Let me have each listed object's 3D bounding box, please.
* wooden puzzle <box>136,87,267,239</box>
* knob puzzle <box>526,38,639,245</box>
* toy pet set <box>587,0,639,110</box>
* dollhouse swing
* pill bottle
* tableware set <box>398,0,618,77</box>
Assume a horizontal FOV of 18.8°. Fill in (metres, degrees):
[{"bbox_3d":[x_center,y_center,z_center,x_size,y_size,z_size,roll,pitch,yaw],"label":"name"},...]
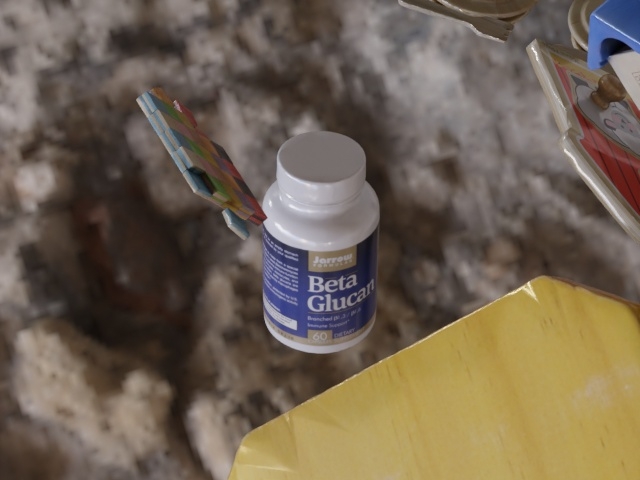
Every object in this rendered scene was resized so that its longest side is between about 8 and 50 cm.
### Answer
[{"bbox_3d":[-0.045,-0.032,0.742,0.083,0.006,0.049,56,-166,28],"label":"wooden puzzle"},{"bbox_3d":[0.218,-0.034,1.159,0.213,0.030,0.213,32,-149,-22],"label":"knob puzzle"},{"bbox_3d":[0.188,-0.119,0.985,0.065,0.114,0.122,56,159,-12],"label":"toy pet set"},{"bbox_3d":[0.158,0.236,1.096,0.315,0.347,0.305,26,-137,-44],"label":"dollhouse swing"},{"bbox_3d":[0.000,0.000,1.551,0.094,0.094,0.169,-112,17,-48],"label":"pill bottle"},{"bbox_3d":[0.158,-0.153,1.326,0.039,0.194,0.128,99,-164,-46],"label":"tableware set"}]
